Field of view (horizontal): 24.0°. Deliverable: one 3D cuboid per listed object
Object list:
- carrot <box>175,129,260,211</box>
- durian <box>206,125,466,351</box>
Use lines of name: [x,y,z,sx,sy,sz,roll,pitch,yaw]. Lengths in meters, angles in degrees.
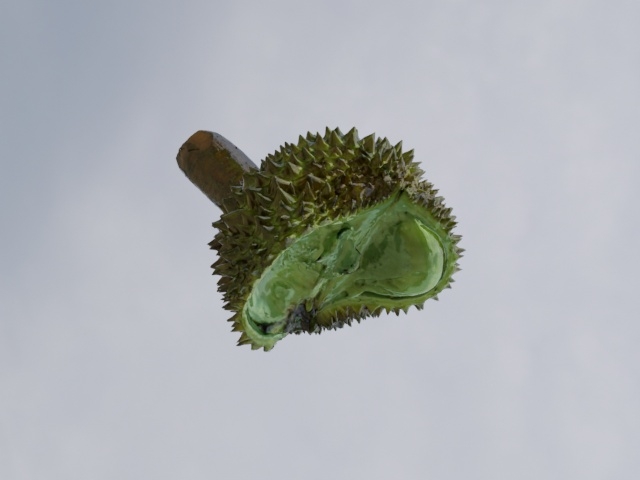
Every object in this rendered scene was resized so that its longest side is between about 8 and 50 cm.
carrot: [-0.114,-0.076,1.983,0.173,0.082,0.082,42,-54,20]
durian: [0.003,-0.002,1.426,0.176,0.237,0.200,-127,-165,-60]
